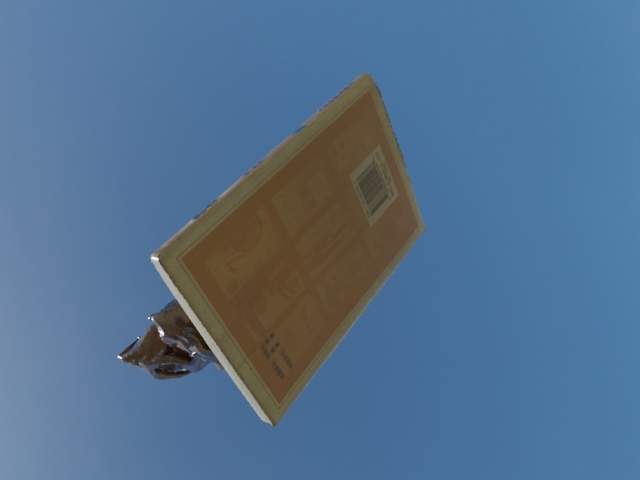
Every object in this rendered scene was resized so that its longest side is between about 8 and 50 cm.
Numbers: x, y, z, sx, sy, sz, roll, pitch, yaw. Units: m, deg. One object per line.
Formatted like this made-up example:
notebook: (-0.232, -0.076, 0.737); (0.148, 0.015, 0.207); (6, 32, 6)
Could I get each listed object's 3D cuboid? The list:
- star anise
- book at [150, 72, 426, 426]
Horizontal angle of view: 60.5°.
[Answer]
star anise: (-0.127, 0.121, 0.813); (0.332, 0.332, 0.117); (-16, -102, -24)
book: (-0.001, 0.000, 0.434); (0.241, 0.018, 0.170); (-47, -54, -32)
